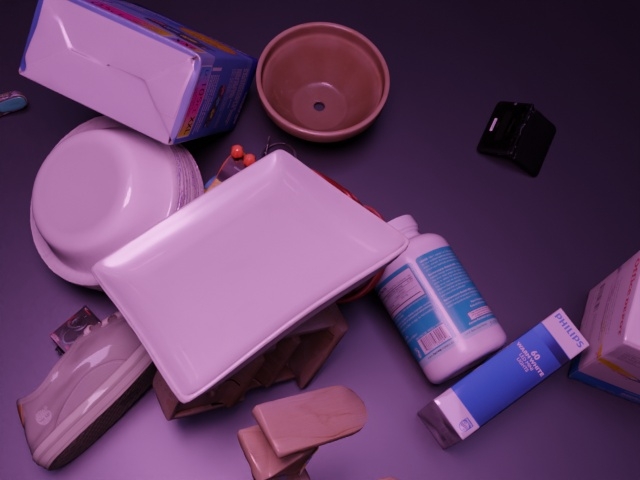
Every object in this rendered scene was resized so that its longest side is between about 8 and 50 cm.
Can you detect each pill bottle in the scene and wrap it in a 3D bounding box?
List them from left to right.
[{"bbox_3d":[0.179,0.090,1.337,0.146,0.146,0.264,-26,73,-14],"label":"pill bottle"}]

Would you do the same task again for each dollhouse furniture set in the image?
[{"bbox_3d":[-0.036,0.300,1.140,0.256,0.362,0.394,-8,55,-34],"label":"dollhouse furniture set"}]

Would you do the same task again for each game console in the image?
[{"bbox_3d":[0.370,-0.192,1.536,0.107,0.071,0.122,12,64,33],"label":"game console"}]

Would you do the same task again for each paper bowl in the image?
[{"bbox_3d":[-0.340,-0.063,1.300,0.284,0.148,0.284,-6,74,20],"label":"paper bowl"}]

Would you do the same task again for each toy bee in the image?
[{"bbox_3d":[-0.160,-0.090,1.375,0.195,0.162,0.298,15,68,3],"label":"toy bee"}]

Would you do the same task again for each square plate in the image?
[{"bbox_3d":[-0.106,0.034,1.117,0.347,0.049,0.344,-34,40,-15],"label":"square plate"}]

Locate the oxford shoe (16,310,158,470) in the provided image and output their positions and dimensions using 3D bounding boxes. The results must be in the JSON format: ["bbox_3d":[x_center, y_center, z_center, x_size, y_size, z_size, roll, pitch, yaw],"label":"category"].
[{"bbox_3d":[-0.290,0.157,1.268,0.449,0.169,0.130,-43,77,-13],"label":"oxford shoe"}]

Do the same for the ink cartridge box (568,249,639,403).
[{"bbox_3d":[0.531,0.146,1.296,0.168,0.232,0.171,21,69,4],"label":"ink cartridge box"}]

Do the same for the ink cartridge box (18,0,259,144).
[{"bbox_3d":[-0.276,-0.294,1.371,0.270,0.395,0.151,26,103,4],"label":"ink cartridge box"}]

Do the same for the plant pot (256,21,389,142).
[{"bbox_3d":[0.000,-0.270,1.484,0.237,0.110,0.237,2,69,-5],"label":"plant pot"}]

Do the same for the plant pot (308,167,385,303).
[{"bbox_3d":[0.000,0.000,1.289,0.174,0.191,0.191,23,60,-43],"label":"plant pot"}]

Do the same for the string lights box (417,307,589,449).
[{"bbox_3d":[0.289,0.223,1.300,0.260,0.133,0.076,-32,76,-16],"label":"string lights box"}]

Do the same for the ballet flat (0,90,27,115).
[{"bbox_3d":[-0.588,-0.243,1.470,0.114,0.041,0.041,-20,71,-12],"label":"ballet flat"}]

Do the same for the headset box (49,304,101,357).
[{"bbox_3d":[-0.393,0.157,1.326,0.083,0.032,0.062,-41,77,-19],"label":"headset box"}]
